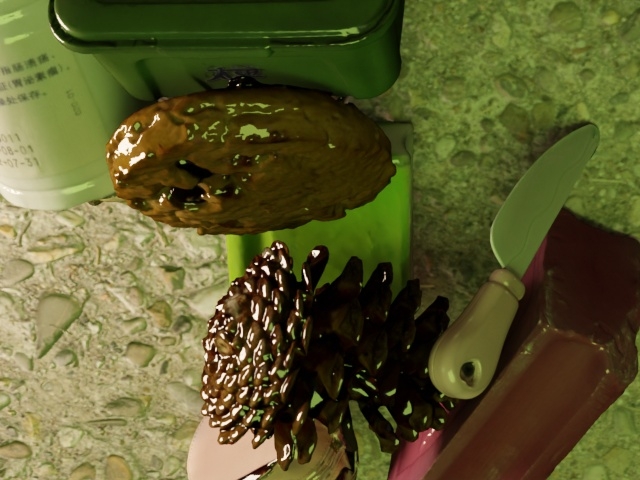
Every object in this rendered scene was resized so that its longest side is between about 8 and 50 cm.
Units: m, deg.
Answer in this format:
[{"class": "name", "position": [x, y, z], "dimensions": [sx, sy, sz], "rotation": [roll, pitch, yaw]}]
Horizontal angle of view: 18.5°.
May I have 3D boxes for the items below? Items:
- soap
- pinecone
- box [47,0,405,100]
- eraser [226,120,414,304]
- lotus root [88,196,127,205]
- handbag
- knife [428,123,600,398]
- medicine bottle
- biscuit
[{"class": "soap", "position": [0.210, 0.165, 2.146], "dimensions": [0.128, 0.233, 0.359], "rotation": [26, 125, -10]}, {"class": "pinecone", "position": [0.021, 0.127, 2.036], "dimensions": [0.292, 0.246, 0.246], "rotation": [10, 128, -20]}, {"class": "box", "position": [-0.070, -0.258, 1.846], "dimensions": [0.328, 0.253, 0.178], "rotation": [2, 158, 12]}, {"class": "eraser", "position": [0.000, 0.000, 2.139], "dimensions": [0.210, 0.092, 0.274], "rotation": [0, 128, 6]}, {"class": "lotus root", "position": [-0.189, -0.077, 2.100], "dimensions": [0.183, 0.077, 0.090], "rotation": [-9, 165, 40]}, {"class": "handbag", "position": [-0.052, 0.255, 2.282], "dimensions": [0.205, 0.179, 0.116], "rotation": [-30, 124, 26]}, {"class": "knife", "position": [0.196, 0.009, 2.010], "dimensions": [0.081, 0.336, 0.043], "rotation": [40, 157, -32]}, {"class": "medicine bottle", "position": [-0.289, -0.213, 1.952], "dimensions": [0.190, 0.190, 0.332], "rotation": [-9, 125, 13]}, {"class": "biscuit", "position": [-0.068, -0.067, 1.906], "dimensions": [0.296, 0.075, 0.296], "rotation": [-2, 159, -1]}]
